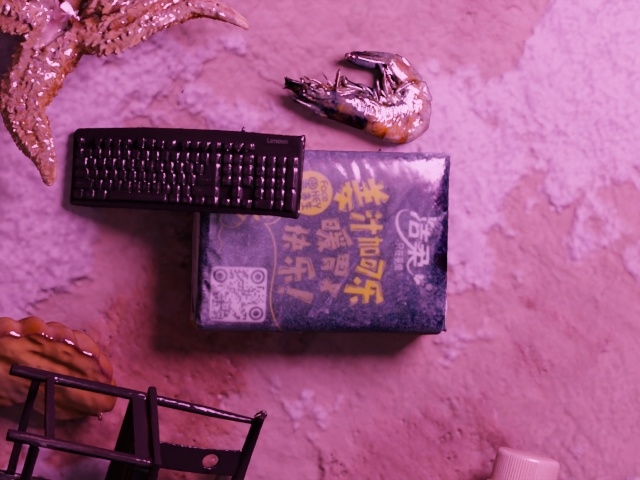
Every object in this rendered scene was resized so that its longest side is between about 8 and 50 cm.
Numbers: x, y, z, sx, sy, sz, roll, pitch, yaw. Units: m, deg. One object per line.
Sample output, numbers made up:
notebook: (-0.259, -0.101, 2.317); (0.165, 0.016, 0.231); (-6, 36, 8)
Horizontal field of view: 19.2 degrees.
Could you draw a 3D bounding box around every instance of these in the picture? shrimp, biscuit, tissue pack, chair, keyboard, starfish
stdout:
shrimp: (0.039, -0.154, 1.925); (0.161, 0.034, 0.091); (15, 79, -16)
biscuit: (-0.288, 0.120, 1.865); (0.183, 0.061, 0.118); (5, 123, -10)
tissue pack: (0.000, 0.000, 1.897); (0.257, 0.081, 0.185); (2, 93, -9)
chair: (-0.189, 0.232, 1.833); (0.260, 0.141, 0.154); (13, 116, -14)
keyboard: (-0.132, -0.070, 1.843); (0.250, 0.017, 0.087); (4, 91, 22)
starfish: (-0.231, -0.257, 1.848); (0.293, 0.084, 0.301); (-34, 93, -6)

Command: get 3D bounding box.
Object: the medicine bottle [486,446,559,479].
medicine bottle: (0.184, 0.339, 1.927); (0.114, 0.114, 0.252); (14, 90, -9)
